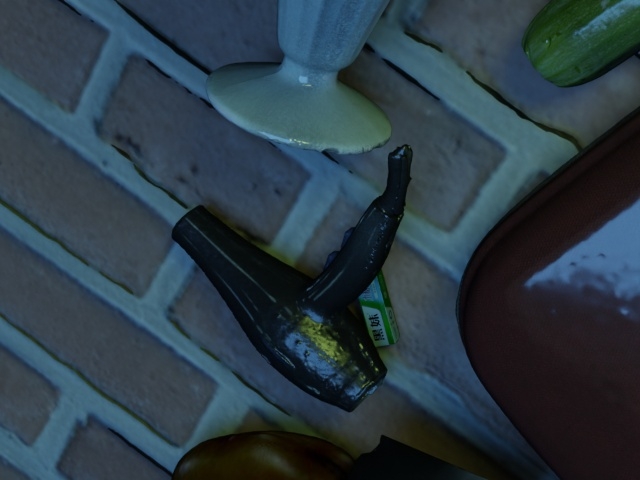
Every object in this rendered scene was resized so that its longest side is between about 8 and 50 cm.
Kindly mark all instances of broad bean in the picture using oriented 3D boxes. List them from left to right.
[{"bbox_3d":[-0.048,0.204,0.806,0.165,0.084,0.114,-24,90,29],"label":"broad bean"}]

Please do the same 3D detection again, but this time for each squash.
[{"bbox_3d":[0.224,-0.168,0.599,0.229,0.066,0.066,-34,94,27],"label":"squash"}]

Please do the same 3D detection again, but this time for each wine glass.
[{"bbox_3d":[0.011,-0.168,0.629,0.165,0.165,0.196,25,122,10],"label":"wine glass"}]

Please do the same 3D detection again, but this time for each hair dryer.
[{"bbox_3d":[0.000,0.000,0.710,0.195,0.075,0.219,43,130,11],"label":"hair dryer"}]

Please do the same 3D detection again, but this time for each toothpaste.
[{"bbox_3d":[0.039,0.039,0.757,0.020,0.017,0.083,-11,103,21],"label":"toothpaste"}]

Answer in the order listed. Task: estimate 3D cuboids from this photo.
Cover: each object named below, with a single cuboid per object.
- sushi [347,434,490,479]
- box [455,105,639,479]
[{"bbox_3d":[0.085,0.263,0.744,0.153,0.150,0.172,20,74,22],"label":"sushi"},{"bbox_3d":[0.279,0.017,0.617,0.404,0.108,0.263,-40,92,25],"label":"box"}]
